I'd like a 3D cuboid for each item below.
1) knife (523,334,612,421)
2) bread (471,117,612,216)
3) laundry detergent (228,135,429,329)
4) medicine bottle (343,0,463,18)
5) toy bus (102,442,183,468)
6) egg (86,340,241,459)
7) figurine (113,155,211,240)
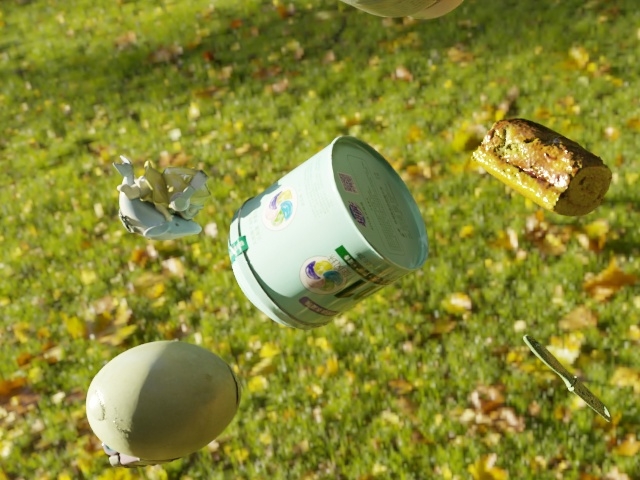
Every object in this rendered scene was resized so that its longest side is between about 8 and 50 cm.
[{"bbox_3d":[0.337,0.189,1.364,0.014,0.207,0.030,-33,31,29],"label":"knife"},{"bbox_3d":[0.334,-0.112,1.501,0.132,0.103,0.172,1,28,-44],"label":"bread"},{"bbox_3d":[0.000,0.000,1.897,0.305,0.287,0.287,-33,20,28],"label":"laundry detergent"},{"bbox_3d":[0.125,-0.492,1.669,0.241,0.241,0.302,9,5,28],"label":"medicine bottle"},{"bbox_3d":[-0.364,0.365,2.092,0.142,0.142,0.203,-15,73,21],"label":"toy bus"},{"bbox_3d":[-0.247,0.253,1.600,0.253,0.187,0.186,-4,26,-28],"label":"egg"},{"bbox_3d":[-0.305,-0.086,1.910,0.184,0.208,0.128,-42,13,7],"label":"figurine"}]
